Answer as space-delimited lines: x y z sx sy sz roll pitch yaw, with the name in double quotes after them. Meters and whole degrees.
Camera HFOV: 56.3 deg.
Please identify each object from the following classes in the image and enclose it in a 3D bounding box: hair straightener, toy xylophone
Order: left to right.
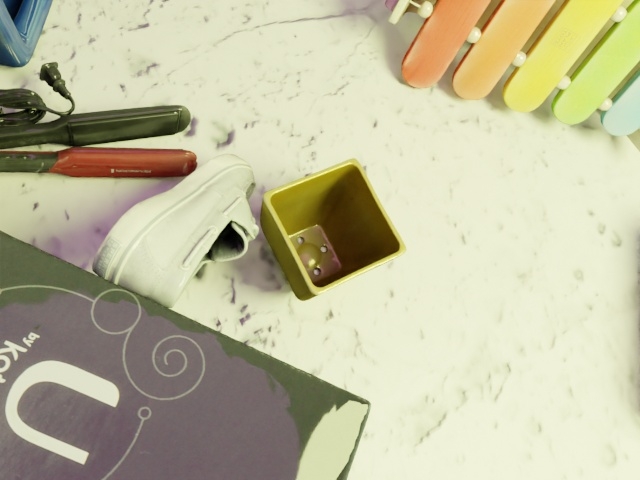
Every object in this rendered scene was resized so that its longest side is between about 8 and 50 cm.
-0.214 -0.089 0.456 0.231 0.047 0.088 -5 73 -13 "hair straightener"
0.228 -0.220 0.538 0.323 0.236 0.081 16 40 -8 "toy xylophone"

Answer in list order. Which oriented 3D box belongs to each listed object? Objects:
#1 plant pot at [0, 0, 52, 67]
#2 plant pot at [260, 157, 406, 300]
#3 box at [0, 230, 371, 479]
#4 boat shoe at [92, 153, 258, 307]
-0.304 -0.292 0.398 0.212 0.236 0.235 8 69 -6 "plant pot"
0.000 0.000 0.460 0.081 0.083 0.081 -24 80 -22 "plant pot"
-0.135 0.120 0.346 0.271 0.143 0.165 26 66 -7 "box"
-0.077 -0.010 0.411 0.063 0.184 0.066 35 110 1 "boat shoe"
